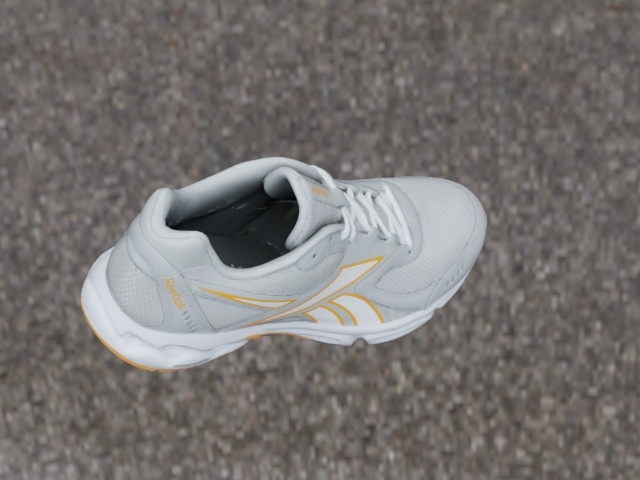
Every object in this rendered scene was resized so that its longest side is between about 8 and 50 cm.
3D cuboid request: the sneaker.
[{"bbox_3d":[0.000,0.000,1.097,0.262,0.121,0.099,-14,64,-32],"label":"sneaker"}]
